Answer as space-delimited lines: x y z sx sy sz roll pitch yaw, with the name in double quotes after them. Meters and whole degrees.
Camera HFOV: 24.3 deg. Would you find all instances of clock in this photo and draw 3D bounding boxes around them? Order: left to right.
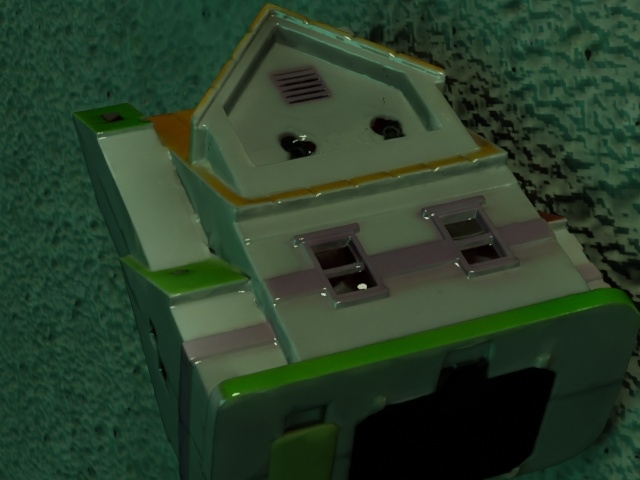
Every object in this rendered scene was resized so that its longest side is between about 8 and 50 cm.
0.000 0.000 0.859 0.166 0.235 0.309 97 154 -45 "clock"
